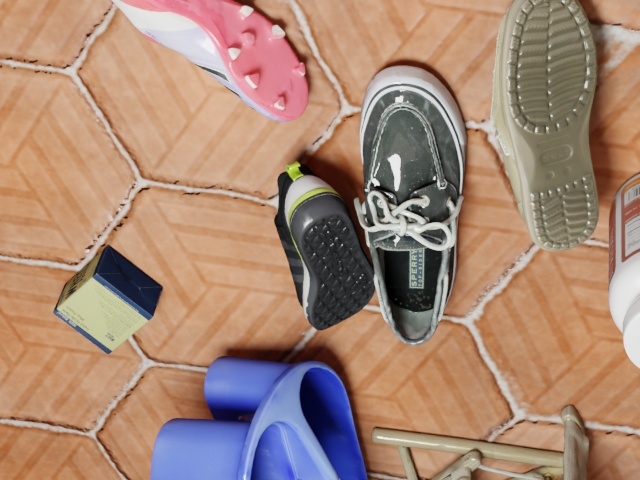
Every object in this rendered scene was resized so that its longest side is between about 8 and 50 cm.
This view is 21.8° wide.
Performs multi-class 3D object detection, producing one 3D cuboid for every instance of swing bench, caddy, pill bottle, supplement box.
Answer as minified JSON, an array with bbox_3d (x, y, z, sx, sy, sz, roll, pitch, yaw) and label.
[{"bbox_3d":[0.183,0.339,1.862,0.254,0.253,0.165,-8,124,16],"label":"swing bench"},{"bbox_3d":[-0.045,0.288,1.857,0.179,0.241,0.341,7,129,28],"label":"caddy"},{"bbox_3d":[0.344,0.032,1.633,0.121,0.216,0.121,5,127,7],"label":"pill bottle"},{"bbox_3d":[-0.238,0.067,1.860,0.083,0.056,0.083,39,122,-18],"label":"supplement box"}]

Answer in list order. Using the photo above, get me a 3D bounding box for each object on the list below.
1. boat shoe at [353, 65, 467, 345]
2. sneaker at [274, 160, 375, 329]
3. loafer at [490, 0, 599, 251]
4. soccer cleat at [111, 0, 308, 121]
[{"bbox_3d":[0.089,-0.028,1.704,0.113,0.105,0.306,5,126,6],"label":"boat shoe"},{"bbox_3d":[0.000,0.000,1.765,0.084,0.097,0.235,-24,144,-12],"label":"sneaker"},{"bbox_3d":[0.212,-0.123,1.623,0.102,0.092,0.268,-11,111,-15],"label":"loafer"},{"bbox_3d":[-0.115,-0.204,1.641,0.248,0.083,0.095,38,153,-24],"label":"soccer cleat"}]
